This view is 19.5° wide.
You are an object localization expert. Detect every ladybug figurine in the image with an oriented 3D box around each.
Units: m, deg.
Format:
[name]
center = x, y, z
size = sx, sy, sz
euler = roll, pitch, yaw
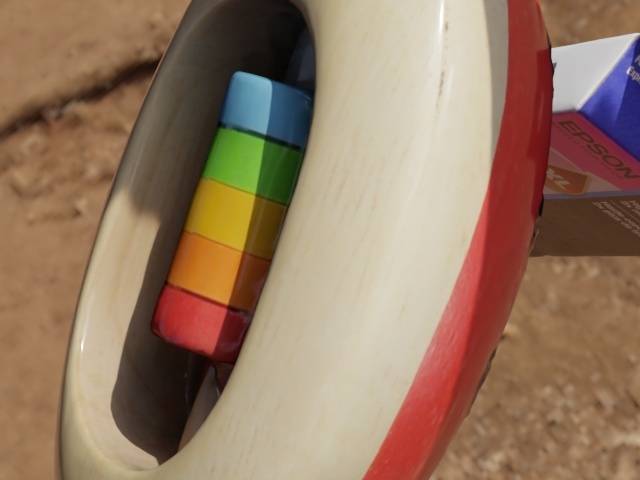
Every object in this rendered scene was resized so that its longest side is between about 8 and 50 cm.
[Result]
[ladybug figurine]
center = 0.000, 0.000, 0.989
size = 0.305, 0.162, 0.449
euler = 29, 100, 59

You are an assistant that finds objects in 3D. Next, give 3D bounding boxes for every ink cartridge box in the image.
[ink cartridge box]
center = 0.187, -0.057, 1.257
size = 0.371, 0.176, 0.069
euler = -5, 54, 61
